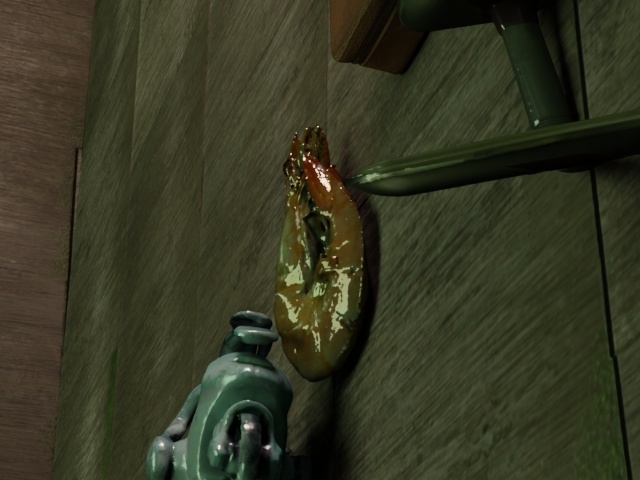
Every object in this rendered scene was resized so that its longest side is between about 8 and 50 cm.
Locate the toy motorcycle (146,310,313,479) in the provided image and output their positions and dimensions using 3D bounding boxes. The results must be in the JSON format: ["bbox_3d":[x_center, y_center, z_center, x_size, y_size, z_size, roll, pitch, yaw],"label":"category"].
[{"bbox_3d":[-0.081,0.185,1.455,0.260,0.154,0.206,112,166,-56],"label":"toy motorcycle"}]

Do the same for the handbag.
[{"bbox_3d":[0.059,-0.259,1.400,0.151,0.072,0.193,126,151,-54],"label":"handbag"}]

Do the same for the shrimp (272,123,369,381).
[{"bbox_3d":[0.001,0.000,1.454,0.145,0.061,0.267,129,148,-49],"label":"shrimp"}]

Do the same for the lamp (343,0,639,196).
[{"bbox_3d":[0.094,-0.105,1.002,0.283,0.203,0.124,-105,11,-47],"label":"lamp"}]
